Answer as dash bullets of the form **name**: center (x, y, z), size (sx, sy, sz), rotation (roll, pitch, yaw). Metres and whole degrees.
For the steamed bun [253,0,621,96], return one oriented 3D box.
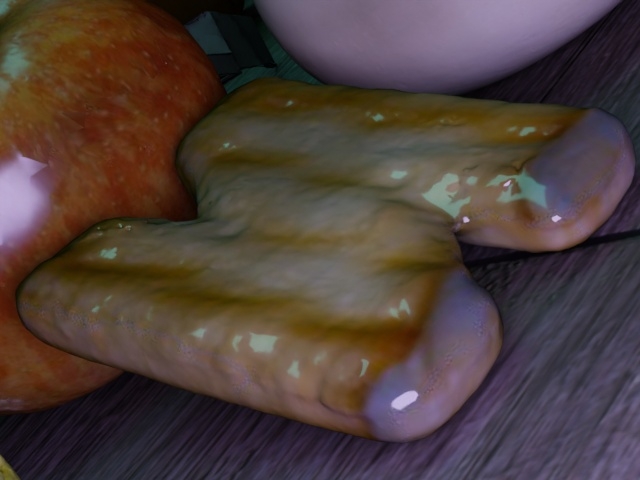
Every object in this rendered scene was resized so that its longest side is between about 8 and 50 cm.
- **steamed bun**: center (0.101, -0.223, 1.120), size (0.324, 0.206, 0.324), rotation (-33, 17, 12)

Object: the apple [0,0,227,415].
- **apple**: center (-0.204, -0.047, 1.081), size (0.277, 0.250, 0.309), rotation (-11, 69, 21)

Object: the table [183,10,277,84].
- **table**: center (-0.134, -0.131, 1.441), size (0.146, 0.062, 0.175), rotation (-30, -3, 17)

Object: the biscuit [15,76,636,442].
- **biscuit**: center (0.000, 0.000, 0.907), size (0.291, 0.062, 0.237), rotation (10, 45, 38)

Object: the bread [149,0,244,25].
- **bread**: center (-0.207, -0.247, 1.654), size (0.225, 0.250, 0.279), rotation (-35, 24, 24)

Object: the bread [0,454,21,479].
- **bread**: center (-0.211, 0.156, 0.923), size (0.111, 0.114, 0.129), rotation (-30, 23, -2)
